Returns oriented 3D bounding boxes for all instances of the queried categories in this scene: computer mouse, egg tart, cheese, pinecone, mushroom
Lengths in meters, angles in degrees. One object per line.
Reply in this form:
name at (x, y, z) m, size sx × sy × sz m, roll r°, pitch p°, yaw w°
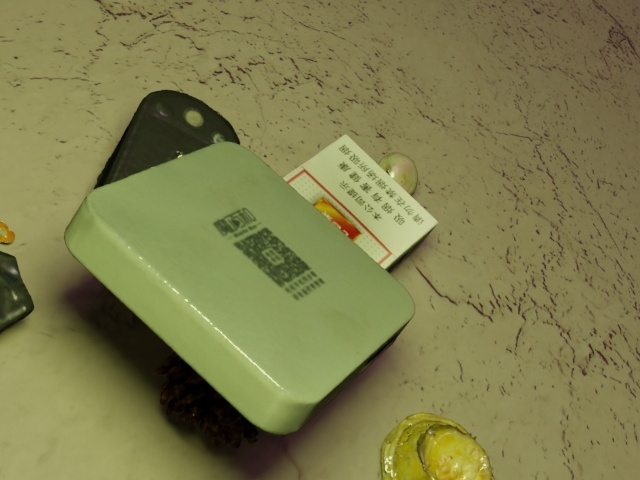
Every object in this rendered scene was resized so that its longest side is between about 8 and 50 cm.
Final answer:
computer mouse at (-0.226, -0.089, 1.542) m, size 0.170 × 0.100 × 0.269 m, roll 28°, pitch 52°, yaw -12°
egg tart at (0.174, 0.321, 1.471) m, size 0.191 × 0.074 × 0.191 m, roll 15°, pitch 52°, yaw -20°
cheese at (-0.453, 0.010, 1.407) m, size 0.047 × 0.017 × 0.111 m, roll 45°, pitch 48°, yaw 4°
pinecone at (-0.127, 0.184, 1.364) m, size 0.174 × 0.173 × 0.173 m, roll 14°, pitch 51°, yaw -18°
mushroom at (0.123, -0.104, 1.759) m, size 0.084 × 0.067 × 0.083 m, roll -7°, pitch 100°, yaw -43°

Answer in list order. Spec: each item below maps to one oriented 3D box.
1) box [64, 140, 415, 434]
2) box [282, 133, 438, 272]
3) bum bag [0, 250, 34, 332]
box at (-0.089, 0.042, 1.346) m, size 0.373 × 0.090 × 0.367 m, roll 41°, pitch 29°, yaw 11°
box at (0.000, 0.001, 1.602) m, size 0.210 × 0.095 × 0.330 m, roll 44°, pitch 50°, yaw 9°
bum bag at (-0.475, 0.108, 1.281) m, size 0.137 × 0.074 × 0.310 m, roll 36°, pitch 51°, yaw 11°
